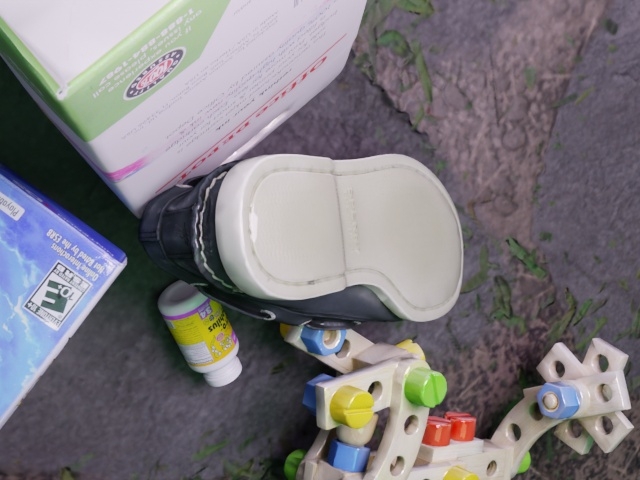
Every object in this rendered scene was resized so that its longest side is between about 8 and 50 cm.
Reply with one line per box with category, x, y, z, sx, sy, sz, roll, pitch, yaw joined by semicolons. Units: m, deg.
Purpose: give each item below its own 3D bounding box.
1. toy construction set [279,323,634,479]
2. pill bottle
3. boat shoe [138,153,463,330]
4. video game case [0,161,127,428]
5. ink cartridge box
toy construction set;0.109;0.163;0.838;0.327;0.151;0.215;4;94;-26
pill bottle;-0.090;0.071;0.752;0.043;0.043;0.083;-31;120;-15
boat shoe;0.000;0.004;0.717;0.340;0.113;0.127;-3;88;-59
video game case;-0.294;0.029;0.565;0.269;0.061;0.244;37;89;-9
ink cartridge box;-0.077;-0.135;0.574;0.207;0.353;0.119;-41;86;-9
